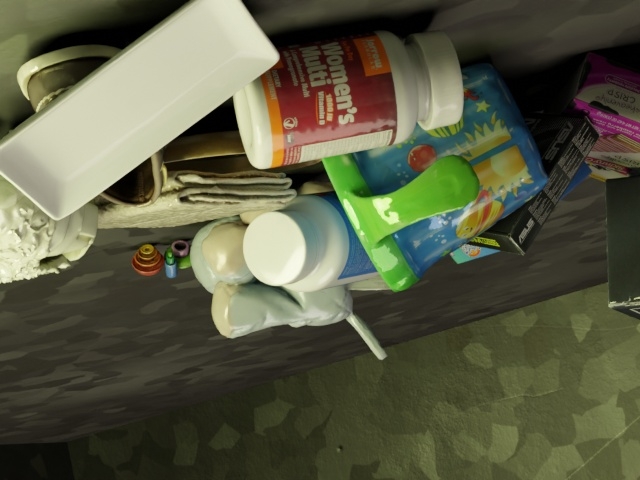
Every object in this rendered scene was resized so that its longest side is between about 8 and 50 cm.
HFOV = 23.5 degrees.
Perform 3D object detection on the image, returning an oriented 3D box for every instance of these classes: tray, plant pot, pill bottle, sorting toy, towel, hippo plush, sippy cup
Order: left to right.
[{"bbox_3d":[-0.174,-0.133,1.427,0.270,0.030,0.145,-36,150,2],"label":"tray"},{"bbox_3d":[-0.230,0.021,2.292,0.102,0.061,0.042,-17,136,-20],"label":"sorting toy"},{"bbox_3d":[-0.179,-0.050,1.857,0.187,0.049,0.282,-1,174,-42],"label":"towel"},{"bbox_3d":[-0.114,-0.100,1.802,0.236,0.032,0.236,-5,176,0],"label":"plant pot"},{"bbox_3d":[-0.057,0.011,2.186,0.294,0.234,0.236,8,-169,-24],"label":"hippo plush"},{"bbox_3d":[0.000,0.000,1.948,0.124,0.124,0.221,-20,174,29],"label":"pill bottle"},{"bbox_3d":[0.027,-0.150,1.585,0.221,0.121,0.121,-11,168,-11],"label":"pill bottle"},{"bbox_3d":[0.135,-0.090,1.793,0.224,0.305,0.240,-26,135,8],"label":"sippy cup"}]

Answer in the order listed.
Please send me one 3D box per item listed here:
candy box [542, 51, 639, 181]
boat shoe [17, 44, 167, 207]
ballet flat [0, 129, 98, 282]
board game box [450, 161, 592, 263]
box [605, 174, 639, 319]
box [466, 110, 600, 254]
[{"bbox_3d":[0.373,-0.144,1.957,0.159,0.071,0.233,20,166,0],"label":"candy box"},{"bbox_3d":[-0.219,-0.110,1.554,0.116,0.097,0.324,-13,168,2],"label":"boat shoe"},{"bbox_3d":[-0.311,-0.029,1.702,0.147,0.147,0.409,-11,176,-14],"label":"ballet flat"},{"bbox_3d":[0.253,-0.043,2.028,0.160,0.047,0.210,-40,-177,-11],"label":"board game box"},{"bbox_3d":[0.556,0.012,1.986,0.294,0.183,0.296,-8,165,30],"label":"box"},{"bbox_3d":[0.226,-0.077,1.906,0.045,0.191,0.184,46,160,-31],"label":"box"}]
